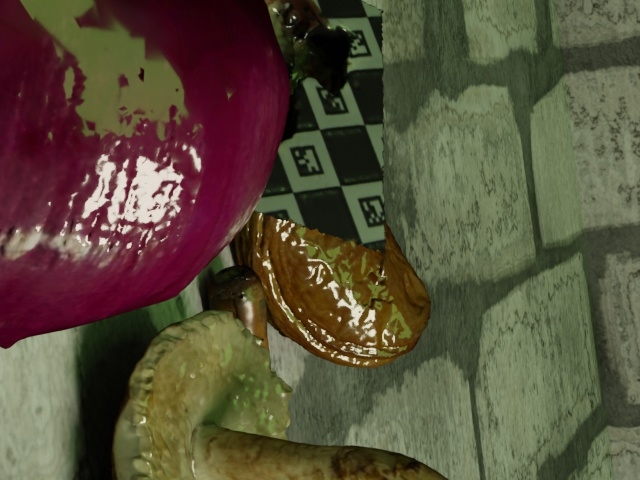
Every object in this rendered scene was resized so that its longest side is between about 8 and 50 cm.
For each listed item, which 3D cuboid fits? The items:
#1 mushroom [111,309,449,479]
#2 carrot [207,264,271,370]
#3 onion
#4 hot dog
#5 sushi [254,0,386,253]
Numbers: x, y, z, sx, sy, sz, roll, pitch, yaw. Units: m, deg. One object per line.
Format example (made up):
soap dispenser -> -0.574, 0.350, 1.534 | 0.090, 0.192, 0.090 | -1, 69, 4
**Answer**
mushroom -> -0.017, 0.172, 1.164 | 0.208, 0.301, 0.233 | -119, -155, -82
carrot -> -0.071, 0.102, 1.332 | 0.055, 0.055, 0.161 | -46, 133, -60
onion -> -0.209, -0.049, 0.787 | 0.348, 0.347, 0.385 | -42, 158, -61
hot dog -> 0.000, 0.000, 1.429 | 0.272, 0.122, 0.196 | 53, 36, -24
sushi -> -0.070, -0.137, 1.298 | 0.294, 0.059, 0.292 | 21, 56, -30
